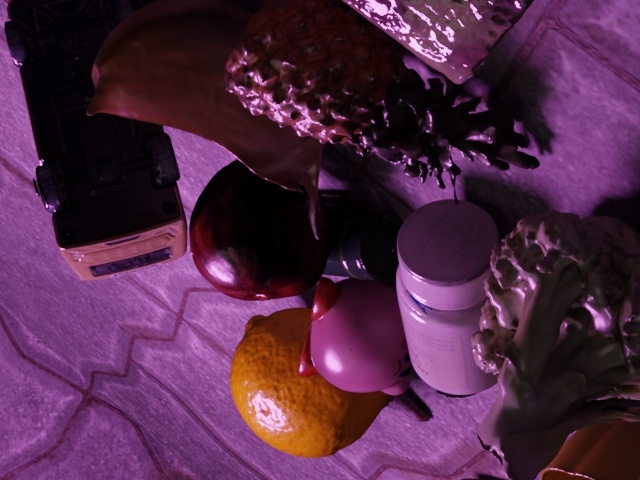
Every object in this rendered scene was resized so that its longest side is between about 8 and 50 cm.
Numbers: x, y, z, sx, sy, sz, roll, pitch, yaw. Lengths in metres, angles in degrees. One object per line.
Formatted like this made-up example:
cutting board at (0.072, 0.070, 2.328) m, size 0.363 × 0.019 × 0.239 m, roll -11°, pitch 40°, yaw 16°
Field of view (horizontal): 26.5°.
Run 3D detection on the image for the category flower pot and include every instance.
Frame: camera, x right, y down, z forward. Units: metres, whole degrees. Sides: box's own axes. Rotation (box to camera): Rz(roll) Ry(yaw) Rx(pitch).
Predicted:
flower pot at (0.394, 0.279, 1.664) m, size 0.195 × 0.179 × 0.195 m, roll 33°, pitch 155°, yaw 18°

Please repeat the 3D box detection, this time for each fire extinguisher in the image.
fire extinguisher at (0.000, 0.000, 1.870) m, size 0.294 × 0.093 × 0.118 m, roll 5°, pitch 126°, yaw 53°

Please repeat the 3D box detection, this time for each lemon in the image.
lemon at (-0.027, 0.216, 2.116) m, size 0.253 × 0.228 × 0.228 m, roll 26°, pitch 153°, yaw 24°

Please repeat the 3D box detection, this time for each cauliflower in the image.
cauliflower at (0.259, 0.100, 1.442) m, size 0.327 × 0.281 × 0.260 m, roll 63°, pitch 175°, yaw -37°

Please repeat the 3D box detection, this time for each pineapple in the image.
pineapple at (0.071, -0.141, 1.444) m, size 0.340 × 0.169 × 0.169 m, roll 30°, pitch 156°, yaw 6°

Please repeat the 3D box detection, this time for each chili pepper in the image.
chili pepper at (0.119, 0.252, 2.202) m, size 0.153 × 0.041 × 0.050 m, roll 47°, pitch -162°, yaw -16°

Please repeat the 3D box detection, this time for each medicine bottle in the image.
medicine bottle at (0.167, 0.073, 1.679) m, size 0.143 × 0.143 × 0.258 m, roll 28°, pitch 155°, yaw 26°

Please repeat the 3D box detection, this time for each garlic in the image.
garlic at (-0.107, -0.165, 1.623) m, size 0.338 × 0.196 × 0.151 m, roll 29°, pitch 173°, yaw -20°

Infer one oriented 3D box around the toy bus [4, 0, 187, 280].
toy bus at (-0.285, -0.144, 1.733) m, size 0.202 × 0.177 × 0.365 m, roll 90°, pitch 165°, yaw -69°

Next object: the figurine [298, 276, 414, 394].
figurine at (0.066, 0.135, 1.920) m, size 0.173 × 0.173 × 0.173 m, roll 32°, pitch 156°, yaw 17°

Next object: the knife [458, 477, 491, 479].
knife at (0.327, 0.431, 2.198) m, size 0.278 × 0.053 × 0.123 m, roll 13°, pitch 149°, yaw 48°

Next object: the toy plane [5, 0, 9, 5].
toy plane at (-0.442, -0.360, 1.933) m, size 0.188 × 0.062 × 0.135 m, roll 56°, pitch 155°, yaw -4°

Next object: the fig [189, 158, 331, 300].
fig at (-0.072, -0.048, 1.743) m, size 0.186 × 0.249 × 0.204 m, roll 8°, pitch 170°, yaw 14°

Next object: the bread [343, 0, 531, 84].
bread at (0.046, -0.298, 1.179) m, size 0.338 × 0.155 × 0.187 m, roll 39°, pitch 152°, yaw 3°
